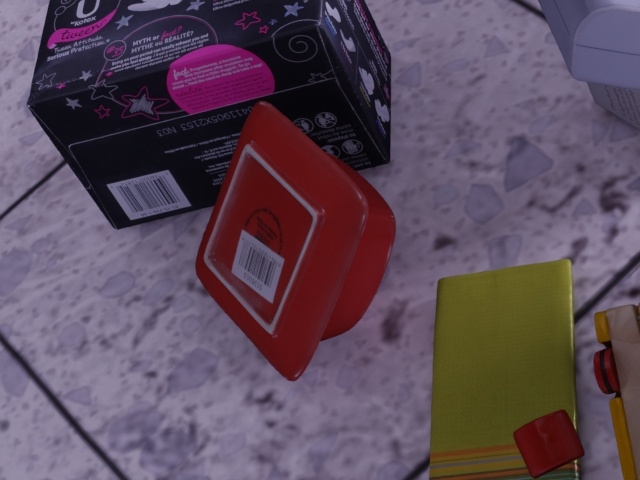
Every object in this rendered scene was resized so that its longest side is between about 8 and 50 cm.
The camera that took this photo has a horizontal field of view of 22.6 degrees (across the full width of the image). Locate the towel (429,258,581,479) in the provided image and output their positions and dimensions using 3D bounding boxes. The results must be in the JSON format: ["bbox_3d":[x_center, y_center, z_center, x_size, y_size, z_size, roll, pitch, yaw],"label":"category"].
[{"bbox_3d":[0.126,0.118,1.086,0.102,0.021,0.237,-8,51,16],"label":"towel"}]

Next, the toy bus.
[{"bbox_3d":[0.236,0.124,0.962,0.191,0.104,0.202,37,102,25],"label":"toy bus"}]

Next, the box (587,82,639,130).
[{"bbox_3d":[0.273,-0.186,1.140,0.182,0.181,0.119,-43,48,-9],"label":"box"}]

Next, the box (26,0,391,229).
[{"bbox_3d":[-0.082,-0.132,1.292,0.247,0.163,0.142,-13,46,18],"label":"box"}]

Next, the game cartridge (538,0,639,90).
[{"bbox_3d":[0.280,-0.140,0.936,0.294,0.060,0.196,0,34,-4],"label":"game cartridge"}]

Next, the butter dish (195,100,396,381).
[{"bbox_3d":[0.000,0.000,1.184,0.160,0.118,0.160,44,121,41],"label":"butter dish"}]
